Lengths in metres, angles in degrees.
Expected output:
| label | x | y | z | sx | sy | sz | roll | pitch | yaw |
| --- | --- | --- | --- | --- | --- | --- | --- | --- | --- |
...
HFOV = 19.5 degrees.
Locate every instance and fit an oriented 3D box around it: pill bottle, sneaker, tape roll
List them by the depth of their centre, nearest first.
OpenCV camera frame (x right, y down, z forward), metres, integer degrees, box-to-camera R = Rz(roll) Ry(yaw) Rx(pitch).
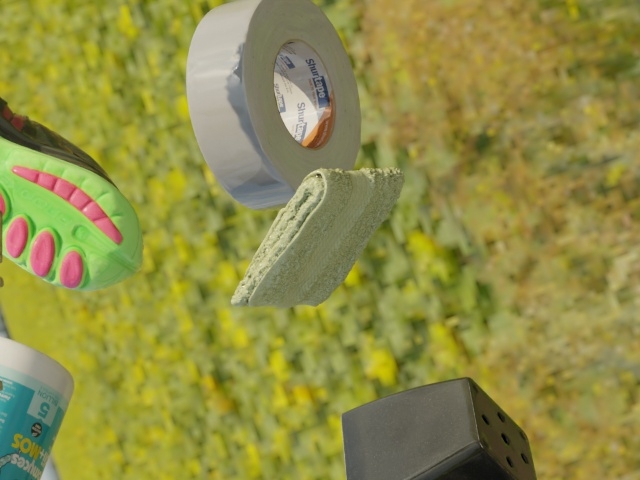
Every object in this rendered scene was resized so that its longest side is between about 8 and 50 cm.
| label | x | y | z | sx | sy | sz | roll | pitch | yaw |
| --- | --- | --- | --- | --- | --- | --- | --- | --- | --- |
| tape roll | -0.044 | -0.142 | 1.897 | 0.219 | 0.072 | 0.219 | 23 | -118 | -53 |
| pill bottle | -0.369 | 0.240 | 1.963 | 0.146 | 0.146 | 0.264 | 100 | -172 | -70 |
| sneaker | -0.409 | -0.094 | 2.259 | 0.483 | 0.185 | 0.202 | 41 | 179 | 12 |

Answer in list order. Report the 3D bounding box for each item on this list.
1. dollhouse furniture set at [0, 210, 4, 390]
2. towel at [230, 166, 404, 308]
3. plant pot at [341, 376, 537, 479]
| label | x | y | z | sx | sy | sz | roll | pitch | yaw |
| --- | --- | --- | --- | --- | --- | --- | --- | --- | --- |
| dollhouse furniture set | -0.349 | 0.051 | 1.488 | 0.101 | 0.161 | 0.182 | 47 | -153 | -46 |
| towel | 0.000 | 0.000 | 1.470 | 0.027 | 0.110 | 0.148 | 52 | 125 | 28 |
| plant pot | 0.149 | 0.273 | 2.167 | 0.187 | 0.167 | 0.188 | 45 | -157 | -28 |
